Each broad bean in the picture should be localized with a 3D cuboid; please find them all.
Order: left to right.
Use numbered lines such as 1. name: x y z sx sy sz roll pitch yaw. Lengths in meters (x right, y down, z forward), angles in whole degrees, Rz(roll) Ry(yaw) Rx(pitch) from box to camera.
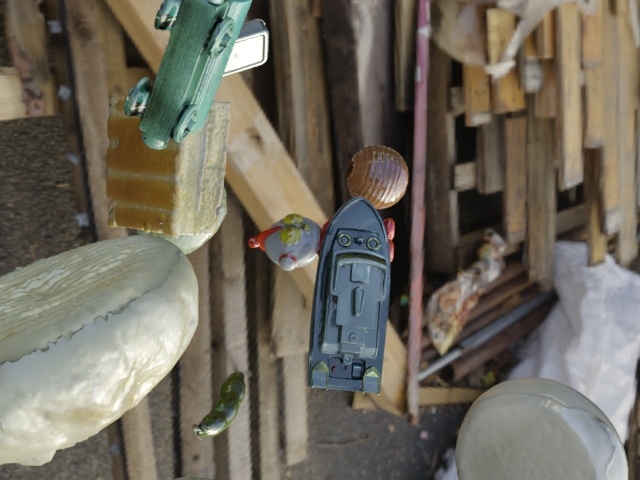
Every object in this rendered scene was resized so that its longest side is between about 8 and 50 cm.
1. broad bean: -0.197 0.341 1.839 0.065 0.046 0.254 49 25 -6

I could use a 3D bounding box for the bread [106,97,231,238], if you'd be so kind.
1. bread: -0.275 -0.129 1.541 0.111 0.246 0.239 2 96 -44

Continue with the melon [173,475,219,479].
1. melon: -0.131 0.275 0.916 0.098 0.182 0.054 3 77 -45

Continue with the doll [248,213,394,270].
1. doll: 0.000 0.000 1.477 0.142 0.244 0.076 -80 169 -48

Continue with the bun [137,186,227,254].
1. bun: -0.279 -0.066 1.780 0.118 0.195 0.195 53 55 -32

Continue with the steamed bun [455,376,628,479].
1. steamed bun: 0.369 0.360 1.468 0.177 0.282 0.283 -7 100 -52

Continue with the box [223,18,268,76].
1. box: -0.148 -0.326 1.535 0.126 0.031 0.091 -21 149 -20

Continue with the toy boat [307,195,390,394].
1. toy boat: 0.046 0.078 1.325 0.114 0.122 0.296 7 82 -10

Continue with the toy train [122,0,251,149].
1. toy train: -0.168 -0.238 1.182 0.248 0.101 0.159 -62 175 30

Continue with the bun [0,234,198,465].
1. bun: -0.237 0.103 0.822 0.287 0.287 0.146 -39 118 -41

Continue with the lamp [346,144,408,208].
1. lamp: 0.119 -0.133 1.873 0.136 0.136 0.136 -9 102 -50
